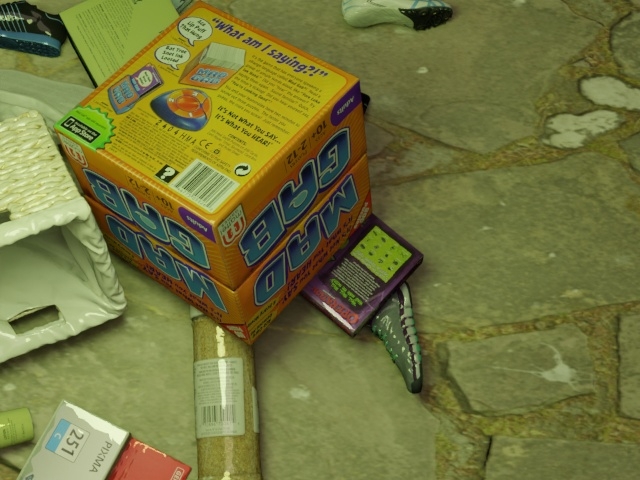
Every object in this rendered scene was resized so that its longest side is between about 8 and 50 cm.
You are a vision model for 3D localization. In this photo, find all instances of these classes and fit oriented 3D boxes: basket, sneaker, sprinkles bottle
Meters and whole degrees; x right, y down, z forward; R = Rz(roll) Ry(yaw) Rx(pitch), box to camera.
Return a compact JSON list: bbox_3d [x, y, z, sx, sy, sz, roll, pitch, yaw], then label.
[{"bbox_3d":[-0.548,0.009,1.733,0.328,0.331,0.266,-22,56,-12],"label":"basket"},{"bbox_3d":[0.136,0.188,1.917,0.098,0.083,0.224,-8,65,2],"label":"sneaker"},{"bbox_3d":[-0.172,0.266,1.830,0.121,0.121,0.356,-2,75,-7],"label":"sprinkles bottle"},{"bbox_3d":[-0.617,-0.433,1.998,0.232,0.081,0.091,13,71,-10],"label":"sneaker"},{"bbox_3d":[-0.489,-0.205,1.899,0.292,0.169,0.108,20,43,14],"label":"sneaker"},{"bbox_3d":[0.160,-0.488,2.098,0.237,0.085,0.086,0,67,-10],"label":"sneaker"}]

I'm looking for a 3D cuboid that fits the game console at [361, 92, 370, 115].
[{"bbox_3d":[0.026,-0.263,2.055,0.122,0.071,0.107,22,43,-1],"label":"game console"}]

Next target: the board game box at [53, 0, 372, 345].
[{"bbox_3d":[-0.164,-0.118,1.738,0.356,0.356,0.356,31,64,26],"label":"board game box"}]

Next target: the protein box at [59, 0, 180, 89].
[{"bbox_3d":[-0.365,-0.377,1.972,0.201,0.136,0.200,-28,81,-10],"label":"protein box"}]

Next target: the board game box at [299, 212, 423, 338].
[{"bbox_3d":[0.000,0.000,1.933,0.347,0.056,0.208,40,70,15],"label":"board game box"}]

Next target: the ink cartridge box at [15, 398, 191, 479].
[{"bbox_3d":[-0.410,0.469,1.776,0.261,0.066,0.296,26,74,2],"label":"ink cartridge box"}]

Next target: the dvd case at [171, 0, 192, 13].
[{"bbox_3d":[-0.318,-0.526,2.088,0.119,0.013,0.087,42,74,4],"label":"dvd case"}]

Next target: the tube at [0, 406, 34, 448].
[{"bbox_3d":[-0.623,0.348,1.752,0.240,0.062,0.070,-10,59,-26],"label":"tube"}]
